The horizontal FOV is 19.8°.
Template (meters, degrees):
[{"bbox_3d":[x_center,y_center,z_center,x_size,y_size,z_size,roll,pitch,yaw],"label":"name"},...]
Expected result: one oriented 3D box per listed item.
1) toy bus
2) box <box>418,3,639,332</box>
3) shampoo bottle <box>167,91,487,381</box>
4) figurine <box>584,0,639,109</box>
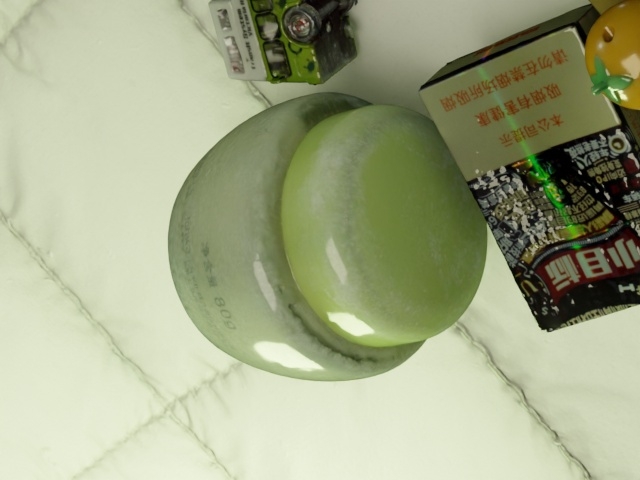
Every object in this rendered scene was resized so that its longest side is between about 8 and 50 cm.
[{"bbox_3d":[-0.057,-0.324,2.042,0.139,0.113,0.302,-1,115,31],"label":"toy bus"},{"bbox_3d":[0.262,-0.073,1.933,0.198,0.084,0.310,-20,105,34],"label":"box"},{"bbox_3d":[0.000,0.000,2.063,0.317,0.322,0.322,-14,110,42],"label":"shampoo bottle"},{"bbox_3d":[0.327,-0.214,1.805,0.124,0.222,0.324,-25,103,36],"label":"figurine"}]
